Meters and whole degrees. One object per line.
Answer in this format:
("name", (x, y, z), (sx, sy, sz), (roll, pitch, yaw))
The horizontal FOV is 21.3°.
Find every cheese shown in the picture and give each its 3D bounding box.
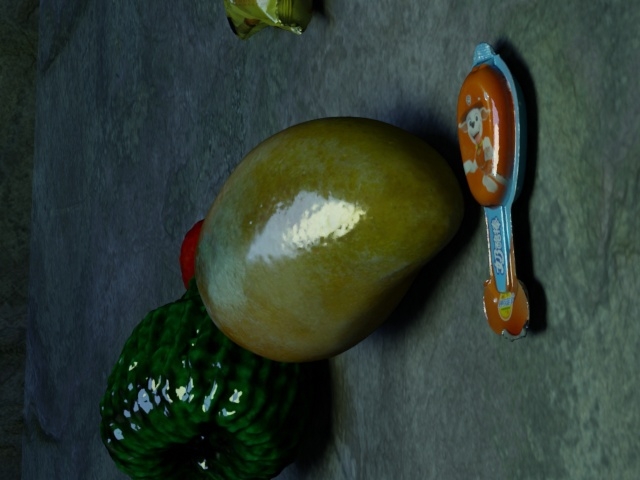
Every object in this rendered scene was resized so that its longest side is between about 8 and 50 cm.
("cheese", (0.149, -0.042, 1.439), (0.106, 0.037, 0.256), (171, 96, -71))

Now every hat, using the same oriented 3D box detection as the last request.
("hat", (-0.110, 0.122, 1.989), (0.274, 0.242, 0.332), (-30, 40, 44))

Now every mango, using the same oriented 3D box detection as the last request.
("mango", (0.000, 0.000, 1.643), (0.384, 0.199, 0.221), (-23, 64, 56))

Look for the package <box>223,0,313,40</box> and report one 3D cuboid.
("package", (-0.062, -0.304, 1.894), (0.226, 0.090, 0.168), (-155, 59, -70))
